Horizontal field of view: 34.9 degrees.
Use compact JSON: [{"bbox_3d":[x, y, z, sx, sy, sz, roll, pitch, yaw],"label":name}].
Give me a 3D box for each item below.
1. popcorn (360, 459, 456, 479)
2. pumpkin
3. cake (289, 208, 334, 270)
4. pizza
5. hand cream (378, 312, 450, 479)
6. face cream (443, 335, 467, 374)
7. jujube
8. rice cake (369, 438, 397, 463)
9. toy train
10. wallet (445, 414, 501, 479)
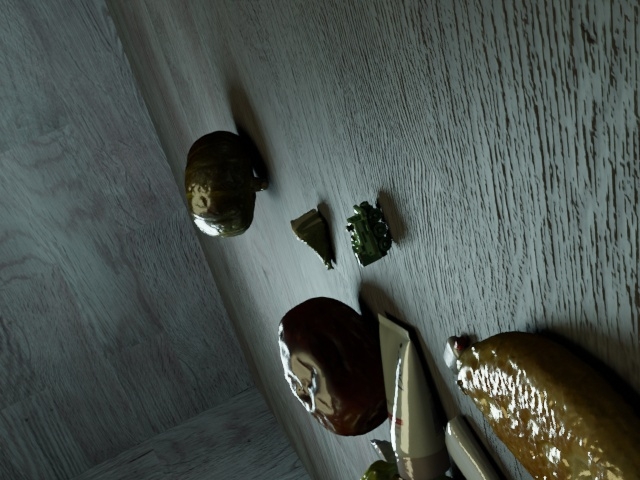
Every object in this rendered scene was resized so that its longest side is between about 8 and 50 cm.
[{"bbox_3d":[0.155,0.425,1.624,0.197,0.198,0.212,62,145,10],"label":"popcorn"},{"bbox_3d":[-0.183,-0.113,2.017,0.219,0.163,0.218,-4,-90,-87],"label":"pumpkin"},{"bbox_3d":[0.000,0.000,1.735,0.051,0.055,0.140,54,-178,36],"label":"cake"},{"bbox_3d":[0.234,0.185,0.971,0.182,0.074,0.365,69,167,-15],"label":"pizza"},{"bbox_3d":[0.135,0.238,1.544,0.133,0.083,0.247,-164,59,-72],"label":"hand cream"},{"bbox_3d":[0.172,0.141,1.278,0.040,0.021,0.083,59,168,22],"label":"face cream"},{"bbox_3d":[0.029,0.204,1.711,0.243,0.183,0.183,48,162,31],"label":"jujube"},{"bbox_3d":[0.199,0.508,1.855,0.364,0.056,0.072,59,167,22],"label":"rice cake"},{"bbox_3d":[0.062,-0.010,1.362,0.083,0.053,0.033,67,169,-22],"label":"toy train"},{"bbox_3d":[0.229,0.337,1.416,0.190,0.033,0.095,58,169,30],"label":"wallet"}]
